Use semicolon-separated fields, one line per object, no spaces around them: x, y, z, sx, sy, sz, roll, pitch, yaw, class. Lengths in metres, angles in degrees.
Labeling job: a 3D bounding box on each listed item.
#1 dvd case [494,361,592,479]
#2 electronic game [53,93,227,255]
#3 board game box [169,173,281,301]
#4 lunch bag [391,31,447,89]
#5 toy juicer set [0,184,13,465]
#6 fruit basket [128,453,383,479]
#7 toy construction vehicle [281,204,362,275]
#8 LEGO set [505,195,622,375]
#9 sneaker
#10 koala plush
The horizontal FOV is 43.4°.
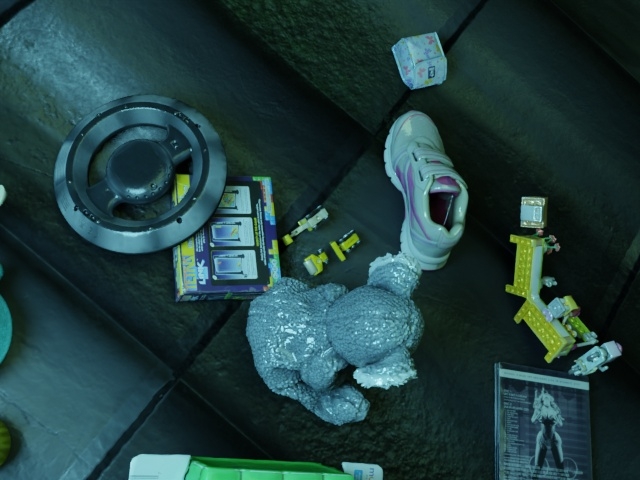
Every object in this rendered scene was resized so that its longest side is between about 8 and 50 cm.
0.336;0.304;1.213;0.164;0.018;0.222;11;69;-17;dvd case
-0.238;-0.090;1.066;0.229;0.048;0.230;0;71;0;electronic game
-0.132;-0.003;1.108;0.141;0.048;0.171;0;72;-20;board game box
0.168;-0.295;1.329;0.071;0.053;0.083;-16;88;-25;lunch bag
-0.463;0.105;0.925;0.209;0.089;0.329;-2;76;-4;toy juicer set
-0.086;0.433;0.940;0.326;0.165;0.353;9;87;-23;fruit basket
0.000;0.000;1.174;0.098;0.035;0.086;-41;101;-25;toy construction vehicle
0.373;0.072;1.254;0.107;0.132;0.287;-5;68;-33;LEGO set
0.173;-0.088;1.226;0.102;0.111;0.253;-4;74;-23;sneaker
0.039;0.118;1.013;0.203;0.221;0.196;27;63;-34;koala plush
